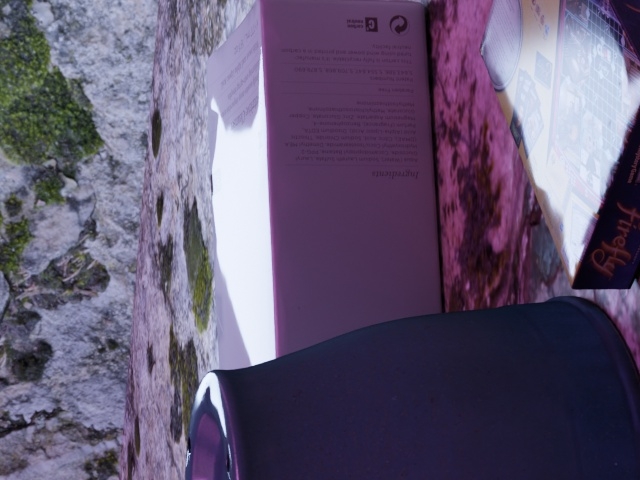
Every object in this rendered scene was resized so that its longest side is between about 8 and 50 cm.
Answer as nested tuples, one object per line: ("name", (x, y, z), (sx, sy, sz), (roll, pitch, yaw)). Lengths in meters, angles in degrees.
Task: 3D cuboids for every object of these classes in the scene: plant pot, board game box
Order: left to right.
("plant pot", (0.048, 0.173, 1.149), (0.271, 0.255, 0.271), (180, 90, -76))
("board game box", (0.167, -0.111, 1.115), (0.243, 0.042, 0.165), (-104, 20, -44))

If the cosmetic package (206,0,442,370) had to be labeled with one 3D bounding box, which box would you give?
("cosmetic package", (0.000, 0.000, 1.534), (0.217, 0.156, 0.385), (144, 126, -70))
